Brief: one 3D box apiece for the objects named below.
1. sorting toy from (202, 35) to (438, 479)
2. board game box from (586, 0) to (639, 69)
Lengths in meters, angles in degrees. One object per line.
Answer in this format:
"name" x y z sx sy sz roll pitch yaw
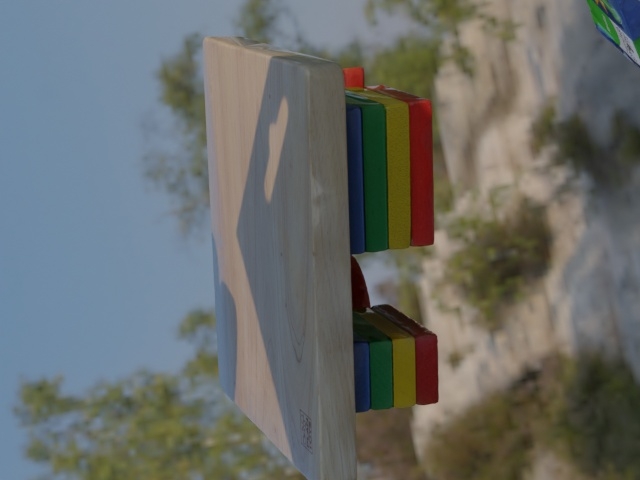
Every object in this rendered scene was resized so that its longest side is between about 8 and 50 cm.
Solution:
"sorting toy" 0.000 0.000 1.175 0.255 0.089 0.257 -149 55 -70
"board game box" 0.152 -0.156 0.523 0.035 0.201 0.136 55 179 45
